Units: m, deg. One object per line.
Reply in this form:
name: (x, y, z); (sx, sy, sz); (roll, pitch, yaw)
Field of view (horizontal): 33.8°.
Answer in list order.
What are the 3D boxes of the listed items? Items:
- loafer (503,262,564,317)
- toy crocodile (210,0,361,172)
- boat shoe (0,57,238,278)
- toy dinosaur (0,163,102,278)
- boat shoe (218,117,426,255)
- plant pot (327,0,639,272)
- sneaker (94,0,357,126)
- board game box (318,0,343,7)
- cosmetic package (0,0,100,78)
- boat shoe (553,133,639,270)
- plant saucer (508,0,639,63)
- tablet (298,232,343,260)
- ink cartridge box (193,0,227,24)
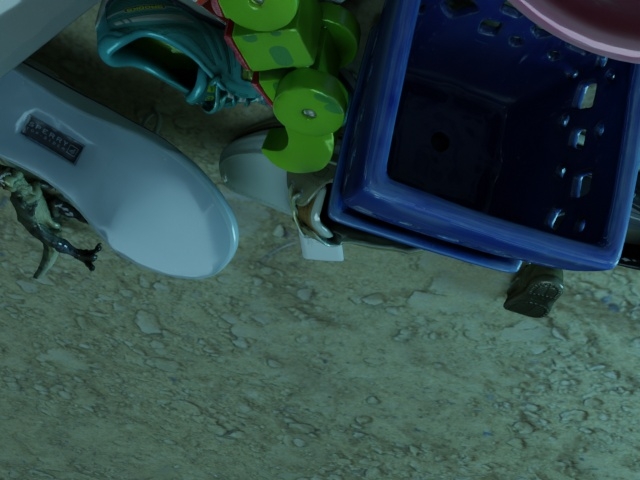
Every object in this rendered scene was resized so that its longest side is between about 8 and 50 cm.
loafer: (0.271, 0.058, 1.313); (0.056, 0.050, 0.148); (18, 160, -4)
toy crocodile: (-0.041, -0.192, 0.900); (0.105, 0.115, 0.340); (-2, 144, 18)
boat shoe: (-0.246, -0.095, 1.161); (0.367, 0.156, 0.136); (31, 106, -7)
toy dinosaur: (-0.345, -0.018, 1.369); (0.118, 0.064, 0.268); (13, 147, 9)
boat shoe: (0.009, -0.056, 1.133); (0.302, 0.103, 0.113); (8, 138, 29)
plant pot: (0.138, -0.101, 0.953); (0.236, 0.236, 0.212); (16, 169, -11)
sneaker: (-0.093, -0.166, 1.048); (0.275, 0.110, 0.107); (20, 144, -13)
board game box: (0.012, -0.309, 0.868); (0.193, 0.053, 0.305); (34, 139, -30)
cosmetic package: (-0.323, -0.212, 0.966); (0.238, 0.127, 0.107); (-30, 131, 14)
boat shoe: (0.277, -0.029, 1.133); (0.340, 0.113, 0.127); (18, 145, -9)
plant saucer: (0.249, -0.289, 0.715); (0.332, 0.084, 0.332); (6, 116, 13)
tablet: (0.000, 0.000, 1.341); (0.054, 0.006, 0.083); (4, 144, 10)
ink cartridge box: (-0.111, -0.254, 0.970); (0.115, 0.063, 0.029); (34, 141, -29)
